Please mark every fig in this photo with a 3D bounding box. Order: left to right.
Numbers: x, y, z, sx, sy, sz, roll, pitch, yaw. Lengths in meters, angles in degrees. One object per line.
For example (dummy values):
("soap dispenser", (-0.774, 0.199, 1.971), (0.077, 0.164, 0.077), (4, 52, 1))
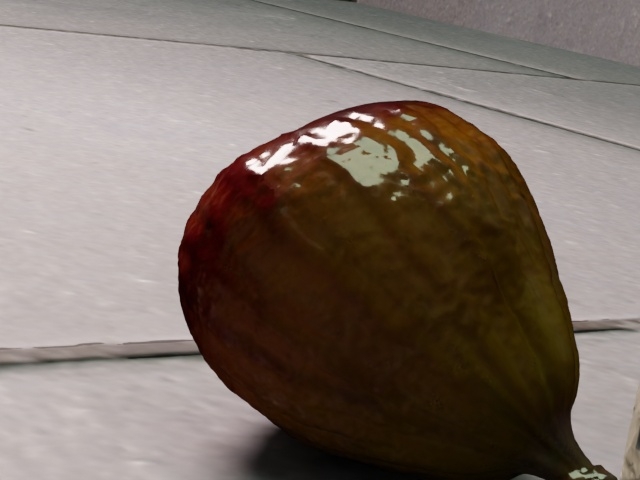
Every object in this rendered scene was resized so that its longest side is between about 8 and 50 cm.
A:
("fig", (0.028, 0.033, 0.507), (0.119, 0.153, 0.119), (-31, 1, 1))

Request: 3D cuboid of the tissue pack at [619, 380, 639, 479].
("tissue pack", (0.140, 0.056, 0.504), (0.083, 0.062, 0.042), (9, 7, -8))
